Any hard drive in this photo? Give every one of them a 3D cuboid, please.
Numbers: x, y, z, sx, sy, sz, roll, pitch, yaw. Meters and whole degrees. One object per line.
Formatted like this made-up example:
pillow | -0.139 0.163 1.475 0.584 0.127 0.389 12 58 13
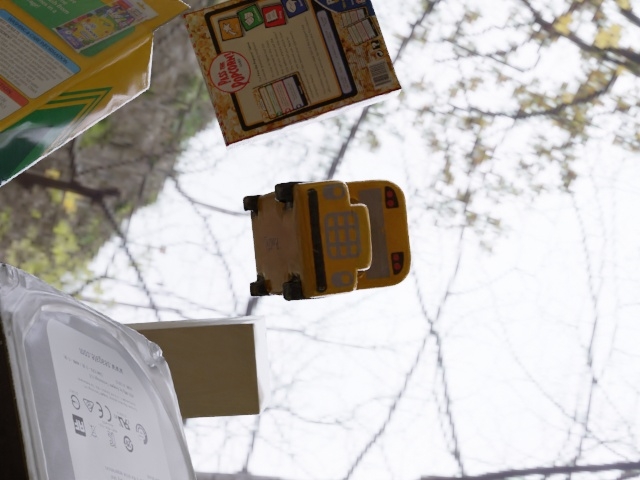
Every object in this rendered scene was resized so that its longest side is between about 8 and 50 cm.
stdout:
hard drive | -0.144 0.197 0.852 0.064 0.237 0.339 -24 -118 14

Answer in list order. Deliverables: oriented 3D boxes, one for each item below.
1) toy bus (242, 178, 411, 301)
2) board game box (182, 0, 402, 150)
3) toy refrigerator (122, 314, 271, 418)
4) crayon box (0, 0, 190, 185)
toy bus | 0.000 0.000 1.304 0.332 0.130 0.108 173 -87 -77
board game box | -0.030 -0.194 1.360 0.193 0.045 0.147 -18 -93 -4
toy refrigerator | -0.195 0.144 1.456 0.269 0.094 0.102 -5 -87 7
crayon box | -0.308 -0.177 1.251 0.203 0.323 0.083 37 -36 18
